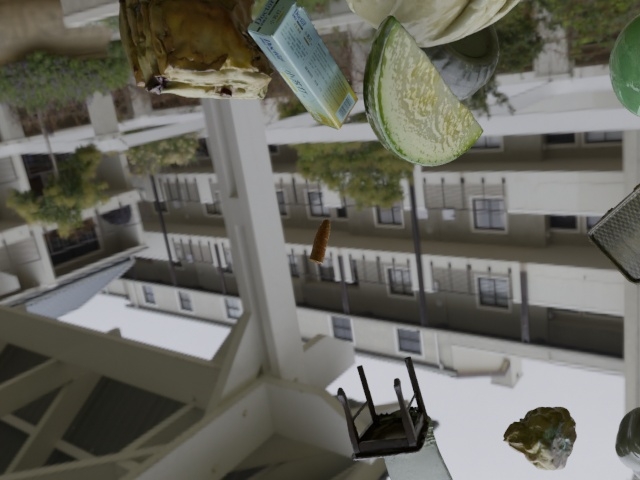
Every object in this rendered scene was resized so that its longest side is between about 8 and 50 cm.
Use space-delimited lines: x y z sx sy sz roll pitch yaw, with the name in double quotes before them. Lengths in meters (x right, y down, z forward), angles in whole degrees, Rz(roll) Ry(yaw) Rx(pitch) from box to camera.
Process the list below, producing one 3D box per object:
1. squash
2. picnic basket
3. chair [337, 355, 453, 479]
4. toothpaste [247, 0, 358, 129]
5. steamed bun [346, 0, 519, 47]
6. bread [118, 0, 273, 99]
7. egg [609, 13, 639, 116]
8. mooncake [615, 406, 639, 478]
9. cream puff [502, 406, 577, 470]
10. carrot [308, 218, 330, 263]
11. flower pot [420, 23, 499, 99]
"squash" 0.125 -0.152 0.757 0.203 0.111 0.289 31 -173 -5
"picnic basket" 0.712 -0.046 1.278 0.139 0.165 0.267 -25 159 -38
"chair" 0.166 0.437 1.338 0.160 0.319 0.186 -15 -177 21
"toothpaste" -0.022 -0.326 1.160 0.071 0.089 0.313 28 173 30
"steamed bun" 0.197 -0.390 0.861 0.276 0.203 0.289 5 -131 52
"bread" -0.250 -0.438 1.217 0.277 0.325 0.167 -4 150 -25
"egg" 0.769 -0.399 1.374 0.220 0.220 0.270 0 -122 27
"mooncake" 0.798 0.471 1.356 0.274 0.275 0.135 2 -126 34
"cream puff" 0.470 0.419 1.313 0.146 0.146 0.116 -24 -161 -41
"carrot" 0.000 0.000 1.854 0.048 0.139 0.048 12 170 2
"flower pot" 0.293 -0.477 1.522 0.301 0.302 0.213 -21 172 -35
